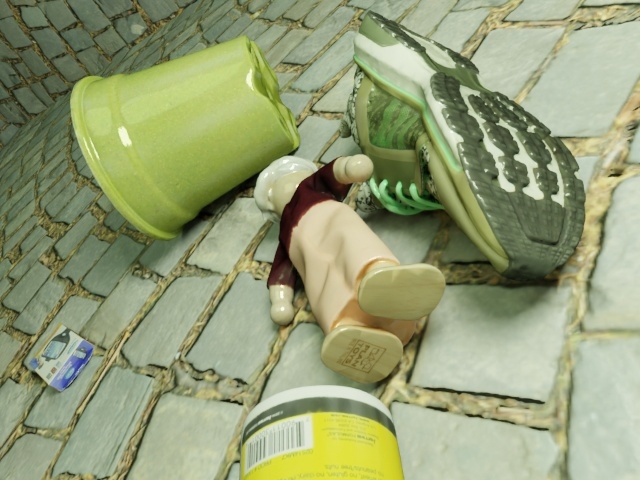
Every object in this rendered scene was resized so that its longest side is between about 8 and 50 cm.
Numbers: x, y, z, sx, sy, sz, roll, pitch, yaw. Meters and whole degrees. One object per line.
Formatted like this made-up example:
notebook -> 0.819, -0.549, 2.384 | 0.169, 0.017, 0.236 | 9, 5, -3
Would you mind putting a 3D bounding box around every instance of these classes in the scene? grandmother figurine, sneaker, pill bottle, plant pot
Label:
grandmother figurine -> 0.000, 0.000, 0.602 | 0.207, 0.104, 0.342 | -52, 30, 14
sneaker -> 0.111, -0.079, 0.578 | 0.410, 0.158, 0.182 | -105, 35, -50
pill bottle -> 0.004, 0.210, 0.353 | 0.119, 0.119, 0.208 | -30, 37, 20
plant pot -> -0.179, -0.173, 0.855 | 0.254, 0.276, 0.276 | -23, 38, 9

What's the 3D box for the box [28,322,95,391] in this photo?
box -> -0.408, 0.183, 0.885 | 0.136, 0.028, 0.081 | 6, 58, 51
